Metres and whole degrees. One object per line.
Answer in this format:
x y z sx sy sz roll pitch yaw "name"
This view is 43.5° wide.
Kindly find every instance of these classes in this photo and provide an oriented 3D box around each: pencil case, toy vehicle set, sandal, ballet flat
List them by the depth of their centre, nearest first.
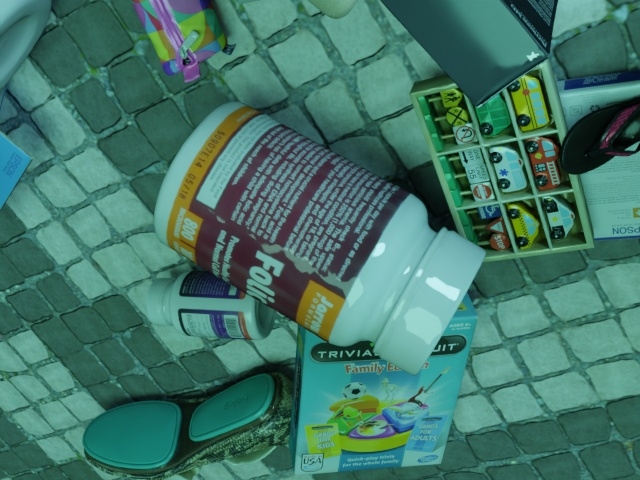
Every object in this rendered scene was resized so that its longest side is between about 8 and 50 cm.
0.362 -0.131 0.930 0.179 0.040 0.067 -28 120 12 "sandal"
-0.201 -0.325 1.014 0.105 0.104 0.236 -13 118 26 "pencil case"
0.233 -0.094 1.014 0.166 0.035 0.266 -10 122 26 "toy vehicle set"
-0.219 0.370 1.490 0.483 0.164 0.182 -19 132 26 "ballet flat"

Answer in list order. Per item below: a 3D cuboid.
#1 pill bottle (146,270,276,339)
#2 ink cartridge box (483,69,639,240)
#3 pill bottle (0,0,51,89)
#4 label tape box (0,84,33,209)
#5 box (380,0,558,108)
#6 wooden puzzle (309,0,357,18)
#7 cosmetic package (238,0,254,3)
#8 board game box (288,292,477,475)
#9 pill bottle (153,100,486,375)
-0.178 0.104 1.304 0.194 0.108 0.108 2 124 18 "pill bottle"
0.308 -0.098 1.039 0.224 0.045 0.223 -4 124 22 "ink cartridge box"
-0.578 -0.363 1.029 0.408 0.229 0.229 37 127 -9 "pill bottle"
-0.599 -0.184 1.239 0.334 0.106 0.241 39 126 -11 "label tape box"
0.134 -0.299 0.867 0.261 0.184 0.103 44 125 -14 "box"
0.016 -0.426 0.718 0.322 0.080 0.348 45 100 20 "wooden puzzle"
-0.057 -0.402 0.909 0.127 0.107 0.237 -6 119 19 "cosmetic package"
0.087 0.227 1.263 0.254 0.079 0.335 -2 127 -9 "board game box"
0.000 0.000 1.062 0.392 0.224 0.224 30 129 9 "pill bottle"
